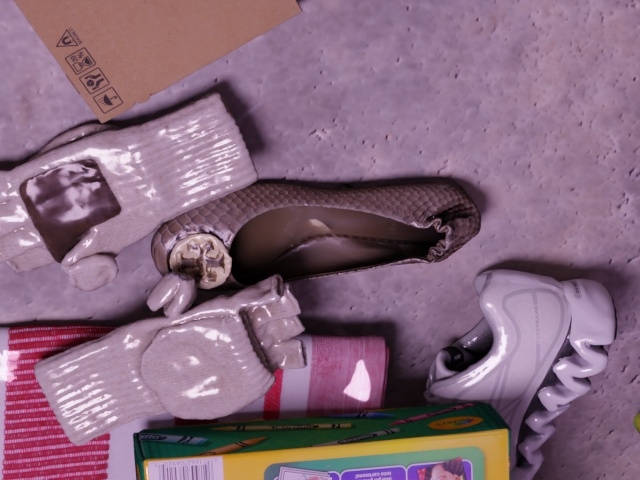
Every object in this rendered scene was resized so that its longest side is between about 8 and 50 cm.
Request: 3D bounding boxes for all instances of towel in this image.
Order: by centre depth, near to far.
[{"bbox_3d":[-0.116,0.183,1.411,0.329,0.037,0.237,2,101,-11],"label":"towel"}]

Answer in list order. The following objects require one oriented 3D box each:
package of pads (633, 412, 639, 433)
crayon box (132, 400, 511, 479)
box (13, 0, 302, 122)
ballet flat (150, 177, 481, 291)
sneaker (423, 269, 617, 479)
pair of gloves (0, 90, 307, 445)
[{"bbox_3d":[0.410,0.251,1.541,0.101,0.229,0.296,-43,123,13],"label":"package of pads"},{"bbox_3d":[0.004,0.221,1.378,0.278,0.081,0.165,-4,102,-9],"label":"crayon box"},{"bbox_3d":[-0.127,-0.190,1.212,0.164,0.021,0.201,-28,127,6],"label":"box"},{"bbox_3d":[0.000,0.000,1.358,0.250,0.058,0.084,-6,125,-11],"label":"ballet flat"},{"bbox_3d":[0.129,0.148,1.480,0.118,0.110,0.292,16,111,-16],"label":"sneaker"},{"bbox_3d":[-0.126,0.029,1.314,0.204,0.042,0.240,-14,111,5],"label":"pair of gloves"}]
